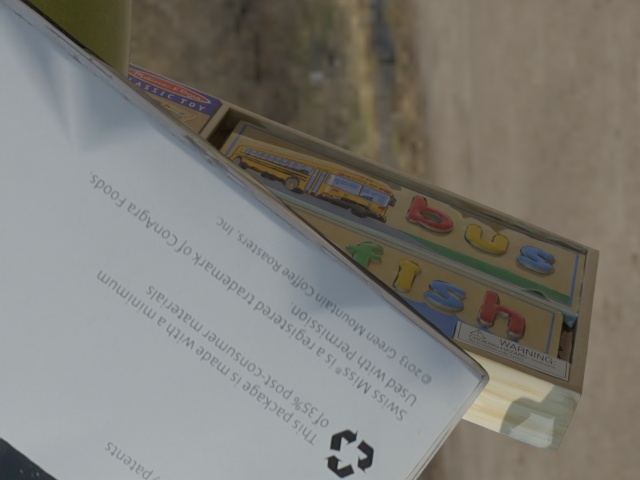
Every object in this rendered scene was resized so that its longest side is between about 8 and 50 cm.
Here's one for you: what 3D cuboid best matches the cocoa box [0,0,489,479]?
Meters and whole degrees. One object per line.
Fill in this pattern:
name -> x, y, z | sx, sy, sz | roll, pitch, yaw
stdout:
cocoa box -> -0.137, 0.035, 0.865 | 0.231, 0.347, 0.228 | -52, 2, -1

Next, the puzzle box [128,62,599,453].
puzzle box -> 0.000, 0.000, 1.431 | 0.272, 0.409, 0.052 | -66, -3, -67

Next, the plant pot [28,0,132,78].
plant pot -> -0.225, -0.163, 1.209 | 0.274, 0.275, 0.293 | 97, -174, -54
